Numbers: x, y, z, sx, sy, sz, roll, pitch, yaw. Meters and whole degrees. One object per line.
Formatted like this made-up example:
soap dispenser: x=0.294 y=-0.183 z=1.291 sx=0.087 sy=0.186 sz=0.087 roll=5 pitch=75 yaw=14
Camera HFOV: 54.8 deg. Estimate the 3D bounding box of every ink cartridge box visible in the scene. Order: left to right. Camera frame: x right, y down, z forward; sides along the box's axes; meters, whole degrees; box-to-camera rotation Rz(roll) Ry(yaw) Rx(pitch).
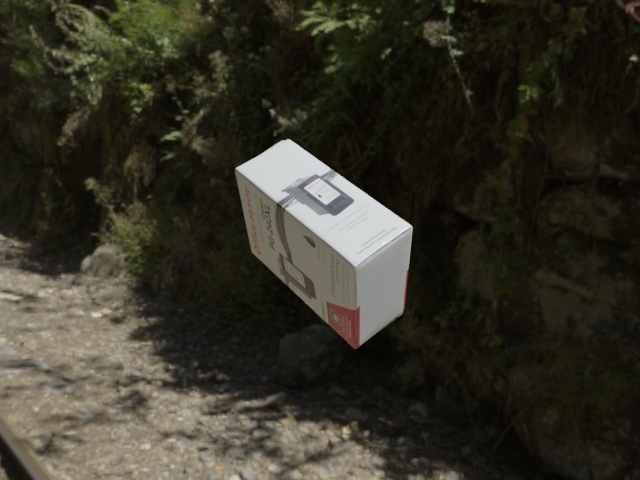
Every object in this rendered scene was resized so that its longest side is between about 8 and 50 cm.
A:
ink cartridge box: x=0.000 y=0.000 z=0.520 sx=0.063 sy=0.109 sz=0.150 roll=-34 pitch=53 yaw=-25
